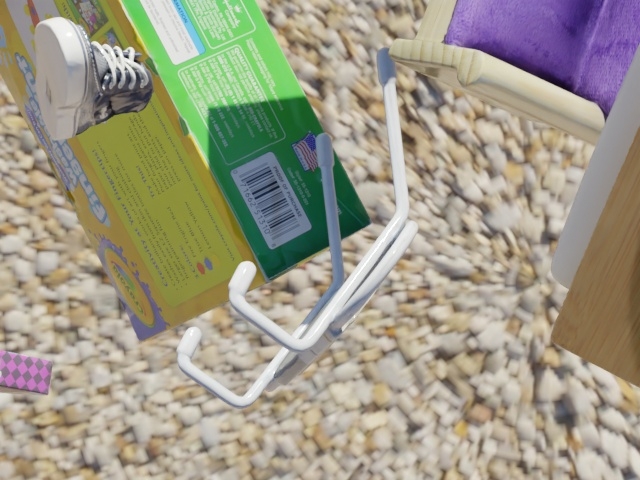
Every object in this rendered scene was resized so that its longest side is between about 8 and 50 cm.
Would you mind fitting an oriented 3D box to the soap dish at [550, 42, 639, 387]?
[{"bbox_3d":[0.256,-0.049,0.916,0.229,0.291,0.118,-24,62,-23],"label":"soap dish"}]

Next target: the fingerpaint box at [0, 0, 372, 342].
[{"bbox_3d":[-0.179,-0.141,2.017,0.163,0.371,0.445,-28,90,-30],"label":"fingerpaint box"}]

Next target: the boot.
[{"bbox_3d":[-0.174,-0.136,1.387,0.086,0.190,0.069,-19,83,-15],"label":"boot"}]

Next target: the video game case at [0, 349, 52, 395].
[{"bbox_3d":[-0.412,0.116,1.719,0.210,0.232,0.042,1,80,26],"label":"video game case"}]

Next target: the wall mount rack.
[{"bbox_3d":[0.000,0.000,1.670,0.130,0.350,0.304,37,63,-2],"label":"wall mount rack"}]

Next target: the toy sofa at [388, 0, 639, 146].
[{"bbox_3d":[0.205,-0.255,1.229,0.150,0.177,0.362,20,90,-34],"label":"toy sofa"}]
